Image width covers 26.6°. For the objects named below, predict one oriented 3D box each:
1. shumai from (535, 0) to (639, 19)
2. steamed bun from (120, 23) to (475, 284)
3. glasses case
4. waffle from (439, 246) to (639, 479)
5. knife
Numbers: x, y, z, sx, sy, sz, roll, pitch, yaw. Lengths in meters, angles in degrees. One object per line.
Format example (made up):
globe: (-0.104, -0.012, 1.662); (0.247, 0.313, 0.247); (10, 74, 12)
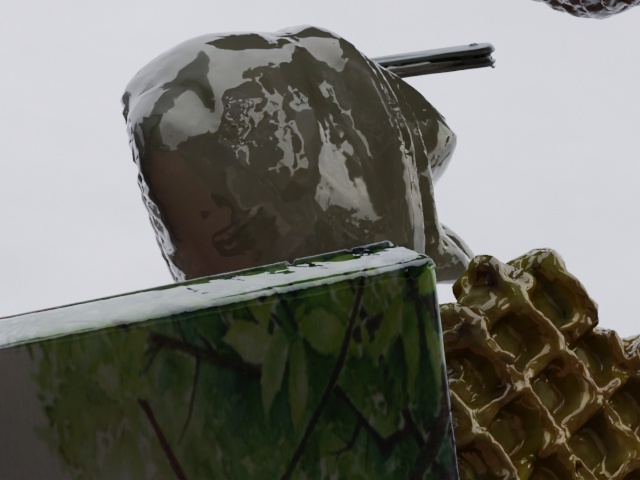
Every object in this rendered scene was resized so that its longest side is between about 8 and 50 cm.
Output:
shumai: (0.189, -0.336, 1.018); (0.217, 0.283, 0.346); (22, -7, 40)
steamed bun: (0.001, 0.001, 0.962); (0.219, 0.310, 0.324); (-21, -87, -3)
glasses case: (-0.091, 0.071, 0.466); (0.272, 0.062, 0.095); (-10, -79, -13)
waffle: (0.170, 0.118, 0.739); (0.253, 0.249, 0.056); (0, -23, -20)
knife: (0.067, -0.144, 1.123); (0.162, 0.044, 0.023); (-9, -78, -5)
